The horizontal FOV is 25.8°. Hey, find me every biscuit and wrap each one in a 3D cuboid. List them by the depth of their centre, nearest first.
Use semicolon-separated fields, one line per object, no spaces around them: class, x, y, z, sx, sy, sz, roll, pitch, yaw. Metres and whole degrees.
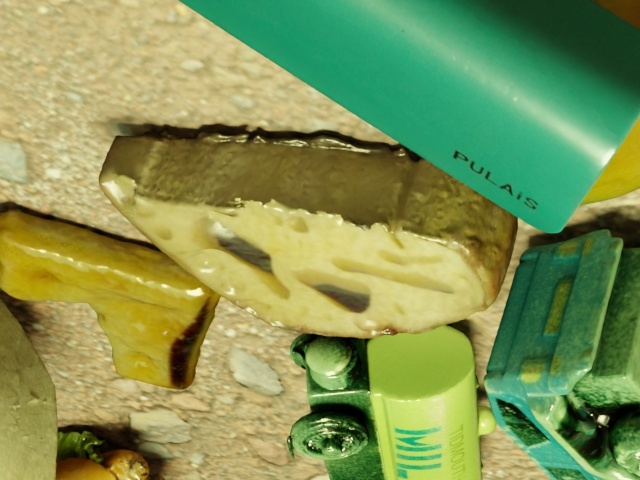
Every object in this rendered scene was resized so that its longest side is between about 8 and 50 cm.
biscuit;-0.171;0.049;1.086;0.183;0.039;0.174;19;146;-7

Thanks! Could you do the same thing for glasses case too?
glasses case;0.014;-0.118;0.690;0.301;0.070;0.117;32;145;6

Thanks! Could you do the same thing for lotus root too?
lotus root;0.000;0.000;0.933;0.261;0.074;0.170;2;146;17

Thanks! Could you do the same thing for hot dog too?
hot dog;-0.258;0.259;1.352;0.135;0.100;0.337;28;144;-33

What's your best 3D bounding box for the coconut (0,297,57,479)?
coconut;-0.364;0.143;1.069;0.297;0.297;0.309;34;143;-26

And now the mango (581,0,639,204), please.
mango;0.142;-0.075;0.773;0.130;0.092;0.194;17;153;-9

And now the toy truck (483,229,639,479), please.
toy truck;0.234;0.117;0.950;0.156;0.155;0.279;-6;142;39

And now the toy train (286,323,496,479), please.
toy train;0.060;0.147;1.097;0.157;0.105;0.253;-6;144;5
